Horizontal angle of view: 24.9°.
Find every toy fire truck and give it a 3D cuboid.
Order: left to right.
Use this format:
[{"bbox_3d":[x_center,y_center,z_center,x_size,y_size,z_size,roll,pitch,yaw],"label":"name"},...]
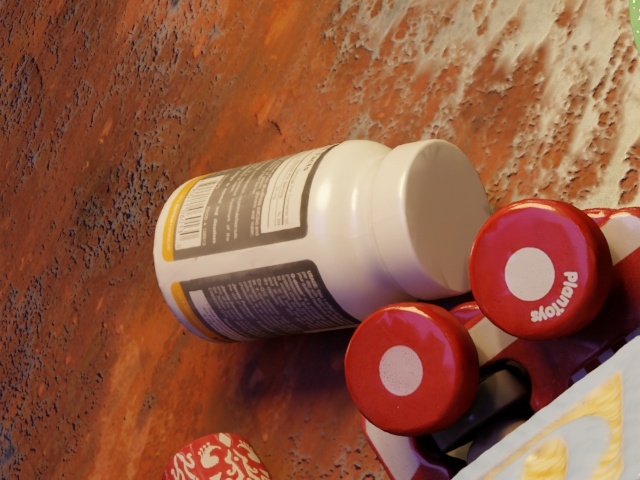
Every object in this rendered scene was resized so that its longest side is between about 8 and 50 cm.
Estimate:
[{"bbox_3d":[0.180,0.123,1.080,0.302,0.169,0.254,-41,69,23],"label":"toy fire truck"}]

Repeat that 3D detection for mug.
[{"bbox_3d":[-0.082,0.271,1.274,0.150,0.113,0.169,-48,45,14],"label":"mug"}]

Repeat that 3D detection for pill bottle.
[{"bbox_3d":[0.000,0.000,1.277,0.278,0.162,0.162,-10,66,38],"label":"pill bottle"}]

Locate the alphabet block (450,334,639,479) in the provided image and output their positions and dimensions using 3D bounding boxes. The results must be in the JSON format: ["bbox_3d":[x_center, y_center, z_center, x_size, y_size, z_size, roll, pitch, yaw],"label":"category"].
[{"bbox_3d":[0.202,0.218,0.930,0.193,0.197,0.192,-41,9,24],"label":"alphabet block"}]

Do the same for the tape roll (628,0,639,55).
[{"bbox_3d":[0.388,-0.209,1.076,0.321,0.077,0.321,-18,61,35],"label":"tape roll"}]
